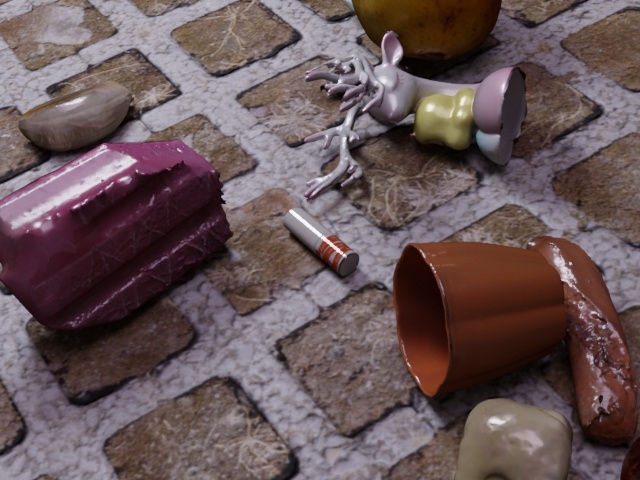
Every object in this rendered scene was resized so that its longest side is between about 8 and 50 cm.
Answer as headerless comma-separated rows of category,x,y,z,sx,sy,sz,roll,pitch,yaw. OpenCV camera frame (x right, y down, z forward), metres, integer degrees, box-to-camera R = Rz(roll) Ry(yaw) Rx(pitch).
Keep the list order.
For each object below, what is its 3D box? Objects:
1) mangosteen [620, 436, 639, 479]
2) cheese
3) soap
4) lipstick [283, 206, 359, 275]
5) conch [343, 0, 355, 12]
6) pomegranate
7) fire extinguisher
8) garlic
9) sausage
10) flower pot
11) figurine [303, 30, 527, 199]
mangosteen,0.386,0.237,1.094,0.146,0.181,0.156,-18,26,10
cheese,0.193,0.262,1.079,0.117,0.218,0.235,11,25,10
soap,-0.284,-0.009,1.407,0.325,0.220,0.127,-36,43,-25
lipstick,0.000,0.000,1.477,0.038,0.038,0.131,-32,50,-22
conch,0.113,-0.469,1.885,0.173,0.106,0.116,-42,75,-7
pomegranate,0.170,-0.427,1.720,0.264,0.264,0.264,-4,45,4
fire extinguisher,0.074,-0.269,1.731,0.158,0.043,0.064,-10,15,-3
garlic,-0.393,-0.204,1.703,0.195,0.087,0.101,-25,35,-13
sausage,0.330,0.106,1.303,0.087,0.079,0.326,-26,42,19
flower pot,0.198,0.089,1.277,0.173,0.190,0.190,-5,44,-15
figurine,0.128,-0.197,1.553,0.315,0.206,0.284,8,36,21
